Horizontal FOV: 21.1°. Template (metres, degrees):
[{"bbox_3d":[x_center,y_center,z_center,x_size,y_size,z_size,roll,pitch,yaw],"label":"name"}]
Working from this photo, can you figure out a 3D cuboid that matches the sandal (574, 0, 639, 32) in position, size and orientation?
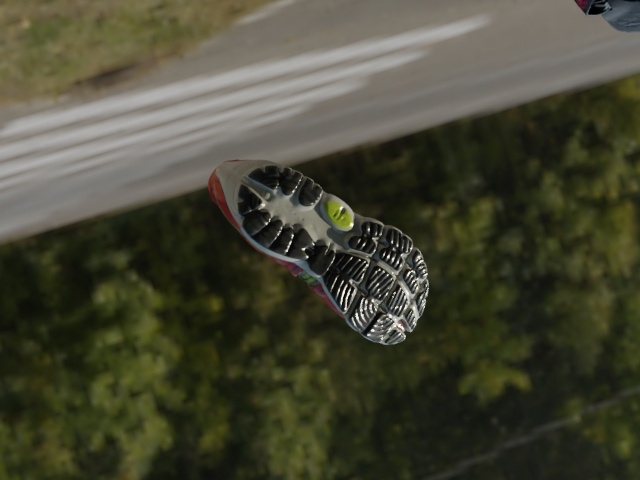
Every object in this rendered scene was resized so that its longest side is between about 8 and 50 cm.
[{"bbox_3d":[0.221,-0.184,1.279,0.067,0.040,0.179,-5,160,29],"label":"sandal"}]

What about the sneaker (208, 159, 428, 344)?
[{"bbox_3d":[0.000,0.000,1.727,0.107,0.279,0.118,-53,-149,-8],"label":"sneaker"}]
